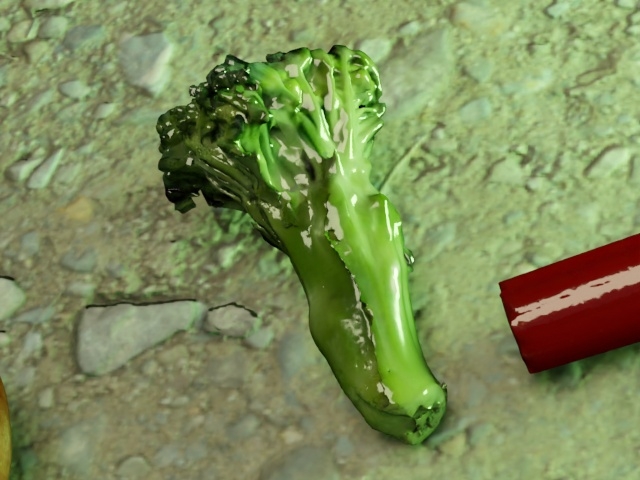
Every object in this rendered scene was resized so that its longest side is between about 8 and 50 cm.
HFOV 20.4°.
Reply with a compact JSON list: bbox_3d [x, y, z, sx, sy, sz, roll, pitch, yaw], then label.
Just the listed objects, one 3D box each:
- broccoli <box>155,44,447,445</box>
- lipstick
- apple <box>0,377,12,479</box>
[{"bbox_3d":[0.002,0.004,1.196,0.165,0.145,0.304,-4,52,-34],"label":"broccoli"},{"bbox_3d":[0.254,0.013,1.122,0.280,0.073,0.073,-19,50,6],"label":"lipstick"},{"bbox_3d":[-0.292,0.136,1.170,0.201,0.162,0.201,-7,63,15],"label":"apple"}]
